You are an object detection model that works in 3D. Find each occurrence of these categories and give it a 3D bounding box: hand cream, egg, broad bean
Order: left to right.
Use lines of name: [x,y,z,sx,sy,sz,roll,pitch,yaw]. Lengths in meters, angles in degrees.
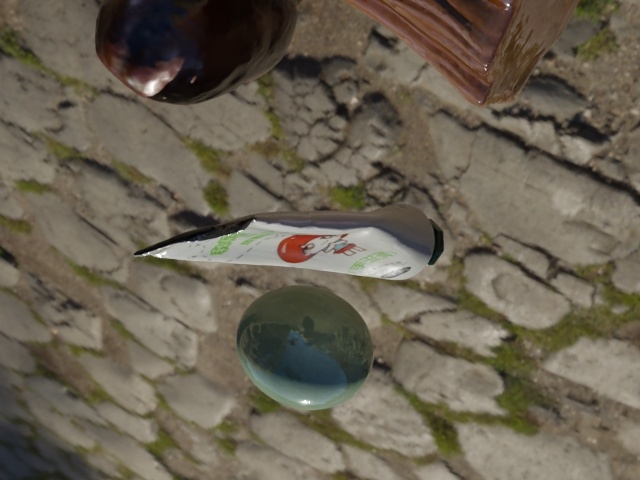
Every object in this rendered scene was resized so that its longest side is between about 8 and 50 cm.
broad bean: [-0.093,-0.179,0.806,0.122,0.228,0.156,47,113,3]
egg: [-0.021,0.130,1.206,0.192,0.149,0.149,13,145,46]
hand cream: [0.000,0.000,0.890,0.121,0.076,0.336,-20,167,38]

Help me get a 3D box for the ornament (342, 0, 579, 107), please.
ornament: [0.078,-0.236,0.657,0.218,0.221,0.235,33,-167,15]
